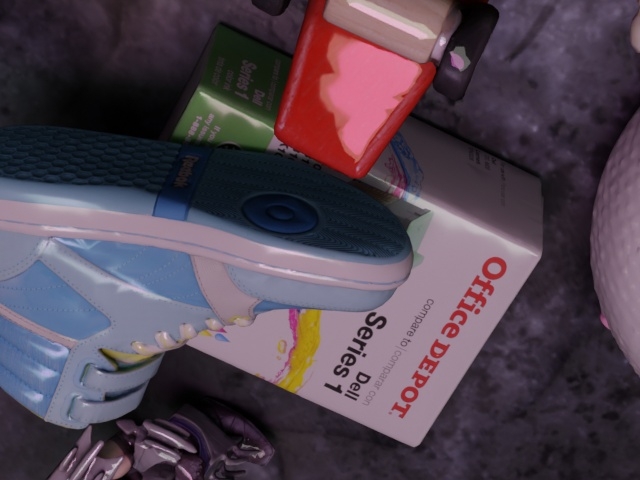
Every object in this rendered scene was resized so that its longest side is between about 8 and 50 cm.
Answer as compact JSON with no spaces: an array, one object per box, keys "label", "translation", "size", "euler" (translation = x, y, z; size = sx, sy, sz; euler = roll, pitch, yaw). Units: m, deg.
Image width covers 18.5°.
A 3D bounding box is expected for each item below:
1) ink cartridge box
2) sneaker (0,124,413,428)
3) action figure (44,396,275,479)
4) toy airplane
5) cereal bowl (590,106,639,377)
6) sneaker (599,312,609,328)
[{"label":"ink cartridge box","translation":[0.000,0.000,1.450],"size":[0.278,0.117,0.201],"euler":[25,118,-9]},{"label":"sneaker","translation":[-0.098,0.046,1.348],"size":[0.319,0.127,0.208],"euler":[12,118,12]},{"label":"action figure","translation":[-0.146,0.194,1.478],"size":[0.099,0.285,0.185],"euler":[47,113,6]},{"label":"toy airplane","translation":[0.102,-0.270,1.226],"size":[0.384,0.272,0.386],"euler":[-20,88,2]},{"label":"cereal bowl","translation":[0.368,0.012,1.389],"size":[0.338,0.141,0.339],"euler":[-1,111,-3]},{"label":"sneaker","translation":[0.273,0.039,1.500],"size":[0.119,0.047,0.057],"euler":[-3,108,4]}]
